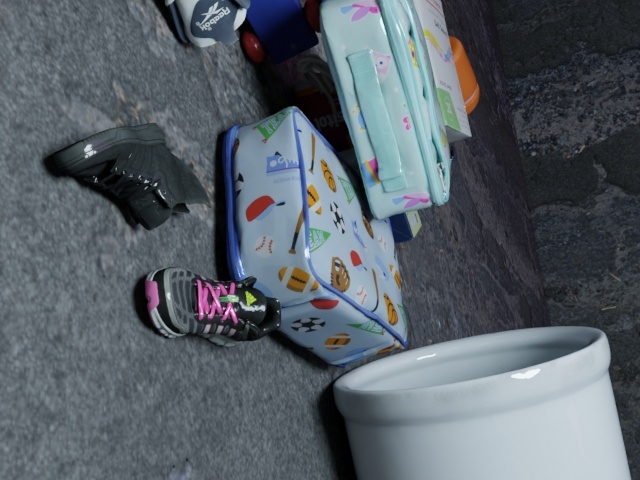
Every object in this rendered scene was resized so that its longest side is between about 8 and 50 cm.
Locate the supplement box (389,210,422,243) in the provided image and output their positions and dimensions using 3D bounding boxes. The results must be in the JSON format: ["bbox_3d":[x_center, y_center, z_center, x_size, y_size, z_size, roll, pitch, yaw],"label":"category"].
[{"bbox_3d":[0.118,-0.045,1.377,0.083,0.056,0.083,-47,120,-65],"label":"supplement box"}]

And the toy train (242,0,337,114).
[{"bbox_3d":[-0.047,-0.284,1.085,0.248,0.105,0.143,56,15,-40],"label":"toy train"}]

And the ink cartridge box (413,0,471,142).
[{"bbox_3d":[0.170,-0.358,1.616,0.207,0.119,0.353,-2,78,-68],"label":"ink cartridge box"}]

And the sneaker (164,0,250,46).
[{"bbox_3d":[-0.131,-0.261,0.848,0.153,0.094,0.235,63,13,-9],"label":"sneaker"}]

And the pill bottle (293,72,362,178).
[{"bbox_3d":[0.024,-0.150,1.173,0.086,0.086,0.152,-37,111,-67],"label":"pill bottle"}]

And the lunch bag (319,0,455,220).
[{"bbox_3d":[0.084,-0.170,1.026,0.224,0.108,0.279,-77,151,-66],"label":"lunch bag"}]

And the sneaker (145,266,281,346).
[{"bbox_3d":[-0.090,0.057,0.777,0.170,0.075,0.063,33,47,-60],"label":"sneaker"}]

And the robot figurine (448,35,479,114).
[{"bbox_3d":[0.258,-0.337,1.814,0.158,0.128,0.219,36,-15,48],"label":"robot figurine"}]

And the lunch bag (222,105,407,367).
[{"bbox_3d":[0.000,0.000,0.988,0.303,0.115,0.243,44,32,-55],"label":"lunch bag"}]

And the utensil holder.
[{"bbox_3d":[0.208,0.324,1.024,0.327,0.328,0.385,-10,89,-68],"label":"utensil holder"}]

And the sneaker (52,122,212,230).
[{"bbox_3d":[-0.151,-0.049,0.724,0.089,0.051,0.170,68,19,-6],"label":"sneaker"}]
